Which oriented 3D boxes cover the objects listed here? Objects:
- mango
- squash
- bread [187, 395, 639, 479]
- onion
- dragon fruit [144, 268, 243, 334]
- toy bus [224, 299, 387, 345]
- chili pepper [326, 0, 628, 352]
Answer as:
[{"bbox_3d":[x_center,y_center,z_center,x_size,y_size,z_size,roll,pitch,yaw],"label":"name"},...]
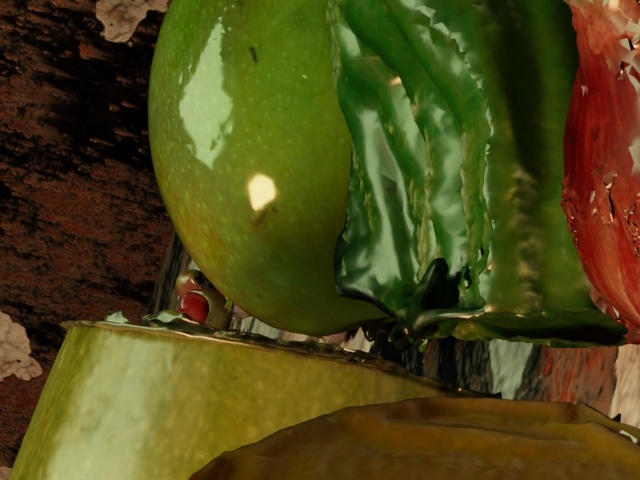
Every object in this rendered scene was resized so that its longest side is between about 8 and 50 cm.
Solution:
[{"bbox_3d":[0.003,-0.126,1.155,0.201,0.225,0.382,31,-119,-76],"label":"mango"},{"bbox_3d":[-0.065,0.239,0.944,0.263,0.263,0.384,151,134,-76],"label":"squash"},{"bbox_3d":[0.053,0.151,0.521,0.253,0.227,0.142,-129,41,-67],"label":"bread"},{"bbox_3d":[0.138,-0.050,0.587,0.184,0.147,0.184,-56,12,18],"label":"onion"},{"bbox_3d":[-0.134,0.178,1.688,0.273,0.198,0.218,-51,-7,-12],"label":"dragon fruit"},{"bbox_3d":[0.000,0.000,1.393,0.302,0.113,0.139,139,149,-74],"label":"toy bus"},{"bbox_3d":[0.087,-0.091,0.914,0.213,0.167,0.385,93,172,-55],"label":"chili pepper"}]
